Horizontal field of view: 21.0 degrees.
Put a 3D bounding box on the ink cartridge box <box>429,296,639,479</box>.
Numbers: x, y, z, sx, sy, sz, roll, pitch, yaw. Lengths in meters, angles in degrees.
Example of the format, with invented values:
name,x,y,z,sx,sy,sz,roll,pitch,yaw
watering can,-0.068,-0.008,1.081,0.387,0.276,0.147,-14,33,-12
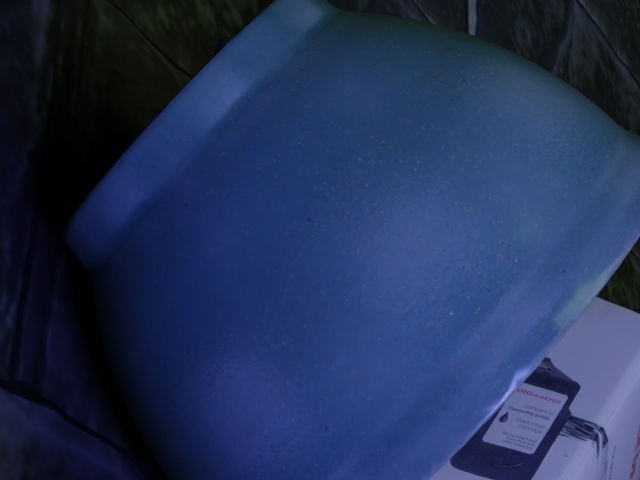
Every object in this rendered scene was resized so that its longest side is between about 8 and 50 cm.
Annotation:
name,x,y,z,sx,sy,sz,roll,pitch,yaw
ink cartridge box,0.096,0.158,0.963,0.237,0.100,0.172,-49,151,-39

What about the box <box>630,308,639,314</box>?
name,x,y,z,sx,sy,sz,roll,pitch,yaw
box,0.243,0.117,1.232,0.231,0.262,0.126,-17,92,-65

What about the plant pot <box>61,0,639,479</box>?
name,x,y,z,sx,sy,sz,roll,pitch,yaw
plant pot,0.000,0.000,0.851,0.196,0.293,0.293,43,31,-3
